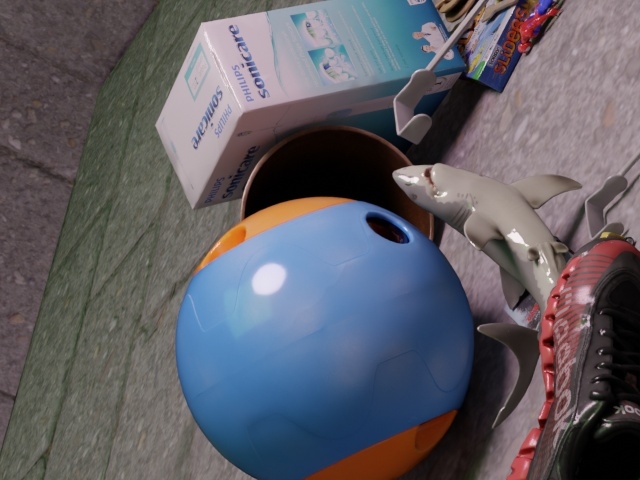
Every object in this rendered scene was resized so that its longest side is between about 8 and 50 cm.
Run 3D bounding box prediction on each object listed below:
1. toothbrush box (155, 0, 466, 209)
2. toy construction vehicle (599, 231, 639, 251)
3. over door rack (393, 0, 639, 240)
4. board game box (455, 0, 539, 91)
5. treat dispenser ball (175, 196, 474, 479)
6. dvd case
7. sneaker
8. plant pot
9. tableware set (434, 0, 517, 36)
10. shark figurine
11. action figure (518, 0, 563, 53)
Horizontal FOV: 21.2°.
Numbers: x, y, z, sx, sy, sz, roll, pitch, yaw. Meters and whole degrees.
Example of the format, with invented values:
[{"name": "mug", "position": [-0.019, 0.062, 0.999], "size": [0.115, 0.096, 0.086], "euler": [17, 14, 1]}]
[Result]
[{"name": "toothbrush box", "position": [-0.015, -0.165, 1.968], "size": [0.126, 0.295, 0.216], "euler": [64, 151, 19]}, {"name": "toy construction vehicle", "position": [0.247, 0.038, 1.467], "size": [0.098, 0.035, 0.086], "euler": [-65, 18, -5]}, {"name": "over door rack", "position": [0.236, -0.187, 1.471], "size": [0.324, 0.239, 0.108], "euler": [-56, 22, 19]}, {"name": "board game box", "position": [0.217, -0.274, 1.962], "size": [0.201, 0.035, 0.136], "euler": [-63, 18, 3]}, {"name": "treat dispenser ball", "position": [0.004, 0.101, 1.641], "size": [0.288, 0.288, 0.288], "euler": [-52, 22, 31]}, {"name": "dvd case", "position": [0.213, 0.048, 1.581], "size": [0.087, 0.013, 0.119], "euler": [-61, 19, 9]}, {"name": "sneaker", "position": [0.224, 0.119, 1.325], "size": [0.135, 0.097, 0.276], "euler": [-28, 42, 61]}, {"name": "plant pot", "position": [0.000, 0.000, 1.967], "size": [0.230, 0.215, 0.215], "euler": [132, 160, -75]}, {"name": "tableware set", "position": [0.183, -0.311, 1.980], "size": [0.194, 0.039, 0.128], "euler": [-21, 46, 64]}, {"name": "shark figurine", "position": [0.179, 0.039, 1.560], "size": [0.278, 0.166, 0.116], "euler": [-111, 22, -43]}, {"name": "action figure", "position": [0.246, -0.257, 1.873], "size": [0.115, 0.030, 0.038], "euler": [-62, 12, 20]}]
